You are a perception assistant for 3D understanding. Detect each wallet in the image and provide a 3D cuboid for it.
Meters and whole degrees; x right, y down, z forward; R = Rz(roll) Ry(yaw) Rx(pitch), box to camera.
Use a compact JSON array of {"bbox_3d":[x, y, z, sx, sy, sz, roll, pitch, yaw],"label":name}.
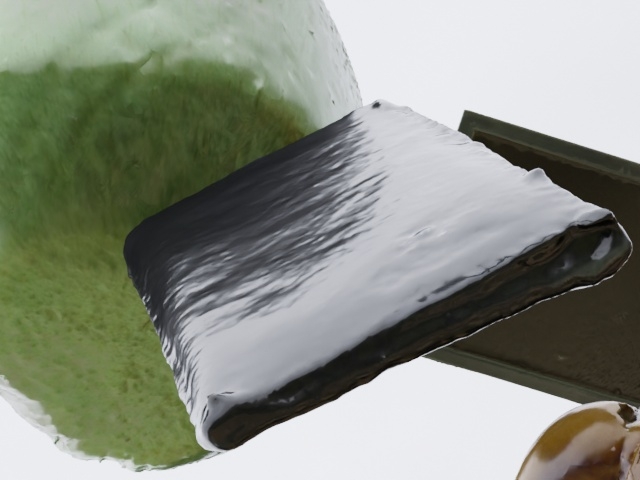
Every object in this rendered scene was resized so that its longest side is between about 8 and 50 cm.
[{"bbox_3d":[0.000,0.001,0.657,0.146,0.285,0.030,-30,-74,-5],"label":"wallet"}]

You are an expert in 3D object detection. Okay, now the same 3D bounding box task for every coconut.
[{"bbox_3d":[-0.109,-0.043,1.004,0.328,0.328,0.281,-2,-42,-45],"label":"coconut"}]

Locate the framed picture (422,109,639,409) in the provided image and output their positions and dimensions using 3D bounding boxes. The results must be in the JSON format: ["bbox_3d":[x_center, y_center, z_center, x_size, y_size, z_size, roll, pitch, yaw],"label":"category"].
[{"bbox_3d":[0.195,0.025,1.334,0.252,0.014,0.197,17,-77,-7],"label":"framed picture"}]

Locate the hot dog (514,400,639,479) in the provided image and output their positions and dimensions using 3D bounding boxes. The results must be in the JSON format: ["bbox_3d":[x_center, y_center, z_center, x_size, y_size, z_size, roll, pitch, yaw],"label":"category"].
[{"bbox_3d":[0.101,0.098,0.557,0.060,0.090,0.140,-21,-65,-51],"label":"hot dog"}]
